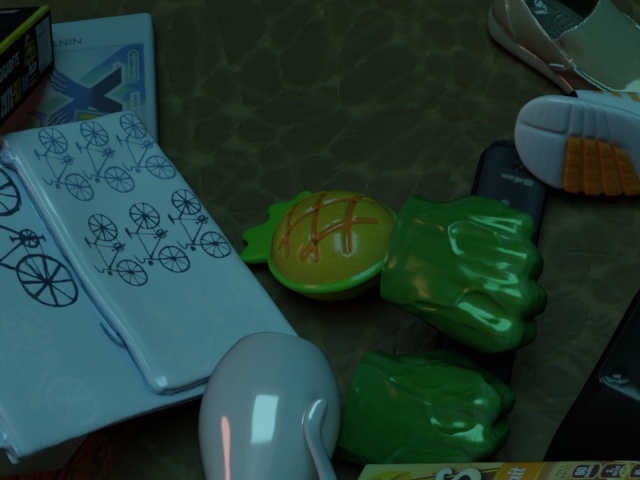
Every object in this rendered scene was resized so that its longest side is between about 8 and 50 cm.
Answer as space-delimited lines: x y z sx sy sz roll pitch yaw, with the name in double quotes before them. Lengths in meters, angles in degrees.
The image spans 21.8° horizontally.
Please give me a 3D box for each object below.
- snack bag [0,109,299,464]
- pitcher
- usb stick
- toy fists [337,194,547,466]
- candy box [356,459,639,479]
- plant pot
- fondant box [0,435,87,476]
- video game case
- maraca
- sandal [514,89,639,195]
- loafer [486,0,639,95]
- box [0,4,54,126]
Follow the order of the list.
"snack bag" -0.223 0.025 1.533 0.342 0.037 0.323 -16 62 -42
"pitcher" -0.033 0.184 1.440 0.177 0.125 0.207 -22 49 44
"usb stick" 0.168 0.024 1.611 0.077 0.045 0.278 9 59 12
"toy fists" 0.120 0.098 1.484 0.142 0.096 0.279 18 95 30
"candy box" 0.147 0.267 1.334 0.316 0.087 0.183 -5 33 34
"plant pot" 0.321 0.138 1.456 0.188 0.167 0.187 26 65 18
"fondant box" -0.374 0.061 1.499 0.238 0.096 0.330 -2 51 -41
"video game case" -0.316 -0.088 1.728 0.300 0.036 0.329 -7 58 1
"maraca" 0.000 0.000 1.614 0.185 0.099 0.127 17 51 44
"sandal" 0.317 -0.096 1.648 0.265 0.102 0.076 10 35 -8
"loafer" 0.285 -0.198 1.709 0.268 0.092 0.102 32 66 22
"box" -0.448 -0.166 1.643 0.322 0.079 0.257 -2 21 5
